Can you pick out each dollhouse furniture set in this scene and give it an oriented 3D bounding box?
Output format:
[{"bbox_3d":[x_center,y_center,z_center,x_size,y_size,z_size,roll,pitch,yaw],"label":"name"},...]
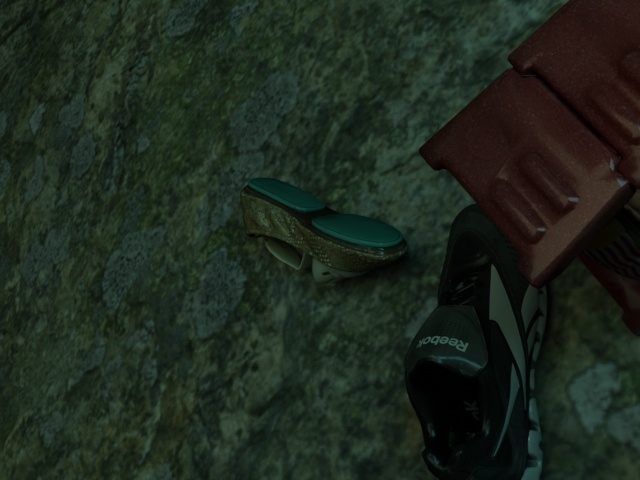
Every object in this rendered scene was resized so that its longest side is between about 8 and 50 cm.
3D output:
[{"bbox_3d":[0.245,0.040,0.509,0.152,0.201,0.374,-46,54,17],"label":"dollhouse furniture set"}]

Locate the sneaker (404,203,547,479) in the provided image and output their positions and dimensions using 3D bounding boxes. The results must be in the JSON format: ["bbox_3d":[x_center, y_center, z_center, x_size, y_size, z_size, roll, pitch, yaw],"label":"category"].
[{"bbox_3d":[0.109,0.071,0.673,0.078,0.106,0.234,-14,62,37],"label":"sneaker"}]

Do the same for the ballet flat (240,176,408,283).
[{"bbox_3d":[0.000,0.000,0.846,0.206,0.073,0.067,28,118,48],"label":"ballet flat"}]
